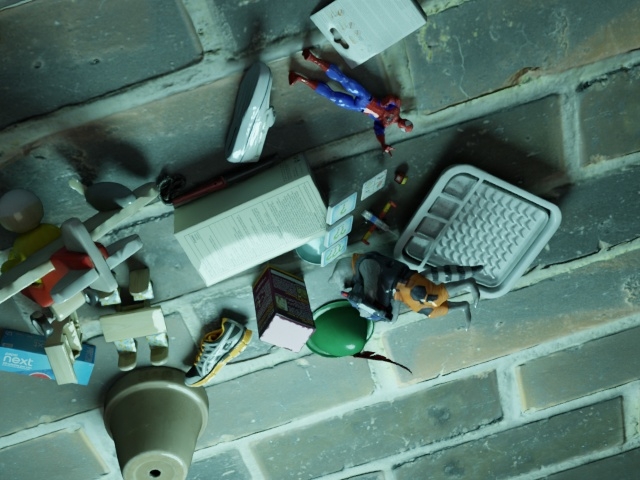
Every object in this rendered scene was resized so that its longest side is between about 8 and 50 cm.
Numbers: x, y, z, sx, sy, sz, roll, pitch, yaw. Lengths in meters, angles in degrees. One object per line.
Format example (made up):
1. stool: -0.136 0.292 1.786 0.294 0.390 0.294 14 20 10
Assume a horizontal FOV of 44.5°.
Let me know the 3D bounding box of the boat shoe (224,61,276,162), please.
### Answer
1. boat shoe: -0.128 -0.254 1.568 0.076 0.083 0.226 4 134 -27

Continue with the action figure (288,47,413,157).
1. action figure: 0.080 -0.268 1.557 0.280 0.139 0.091 22 117 -25

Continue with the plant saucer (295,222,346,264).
1. plant saucer: 0.000 0.000 1.778 0.119 0.021 0.119 -5 123 -8

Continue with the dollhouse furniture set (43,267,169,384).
1. dollhouse furniture set: -0.469 0.208 1.742 0.242 0.161 0.212 -9 123 -4

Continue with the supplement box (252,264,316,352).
1. supplement box: -0.085 0.152 1.760 0.104 0.188 0.080 24 116 -23

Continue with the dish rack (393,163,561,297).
1. dish rack: 0.353 -0.026 1.796 0.333 0.072 0.285 21 116 -22

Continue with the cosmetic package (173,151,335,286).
1. cosmetic package: -0.140 -0.044 1.670 0.310 0.113 0.160 -22 123 5

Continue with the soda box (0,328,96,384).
1. soda box: -0.633 0.271 1.810 0.210 0.067 0.071 15 118 -18

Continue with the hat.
1. hat: 0.069 0.260 1.861 0.209 0.183 0.173 -32 122 10

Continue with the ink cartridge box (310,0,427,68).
1. ink cartridge box: 0.094 -0.436 1.516 0.179 0.045 0.145 -26 126 29

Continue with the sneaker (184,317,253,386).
1. sneaker: -0.258 0.266 1.875 0.083 0.084 0.215 42 104 -16

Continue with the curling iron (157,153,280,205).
1. curling iron: -0.216 -0.132 1.645 0.274 0.035 0.068 -15 124 0

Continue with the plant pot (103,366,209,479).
1. plant pot: -0.396 0.475 1.889 0.263 0.229 0.263 -5 122 -8

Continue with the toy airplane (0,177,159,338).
1. toy airplane: -0.513 0.015 1.485 0.384 0.386 0.272 -34 95 12

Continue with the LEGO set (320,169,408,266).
1. LEGO set: 0.106 -0.051 1.682 0.244 0.060 0.182 -34 148 -34

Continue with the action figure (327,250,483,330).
1. action figure: 0.184 0.107 1.763 0.330 0.341 0.178 14 83 10
